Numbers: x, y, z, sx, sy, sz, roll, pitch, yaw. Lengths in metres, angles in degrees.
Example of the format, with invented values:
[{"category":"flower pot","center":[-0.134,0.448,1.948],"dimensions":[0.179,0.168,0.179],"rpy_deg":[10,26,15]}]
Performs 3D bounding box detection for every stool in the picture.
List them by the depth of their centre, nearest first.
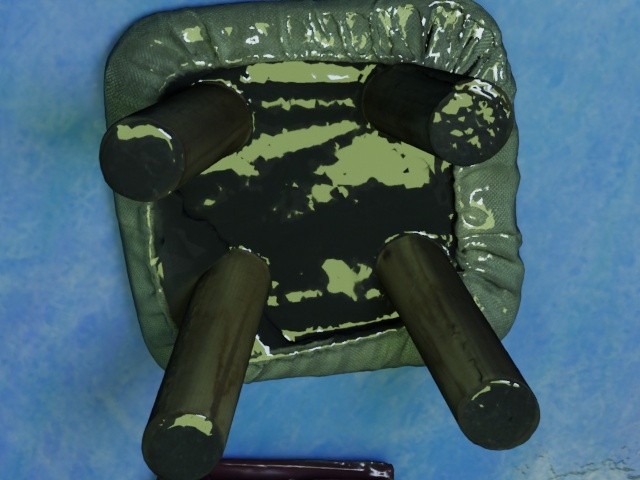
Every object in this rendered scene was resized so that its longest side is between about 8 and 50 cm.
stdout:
[{"category":"stool","center":[0.000,0.000,1.237],"dimensions":[0.310,0.226,0.310],"rpy_deg":[-6,114,2]}]

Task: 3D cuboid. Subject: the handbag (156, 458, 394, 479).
[{"category":"handbag","center":[-0.036,0.274,1.443],"dimensions":[0.216,0.074,0.203],"rpy_deg":[0,115,-5]}]
